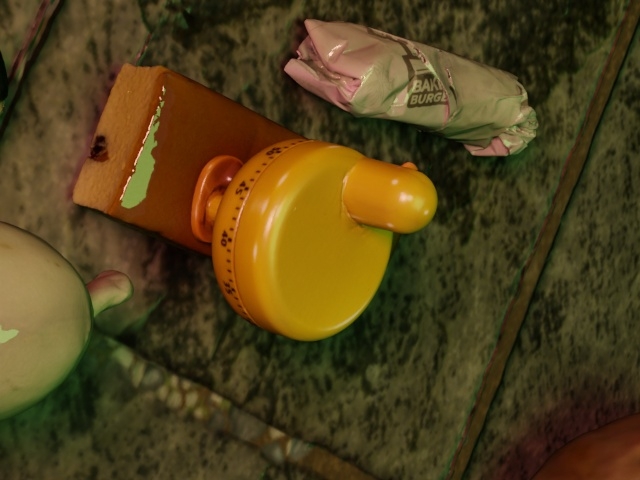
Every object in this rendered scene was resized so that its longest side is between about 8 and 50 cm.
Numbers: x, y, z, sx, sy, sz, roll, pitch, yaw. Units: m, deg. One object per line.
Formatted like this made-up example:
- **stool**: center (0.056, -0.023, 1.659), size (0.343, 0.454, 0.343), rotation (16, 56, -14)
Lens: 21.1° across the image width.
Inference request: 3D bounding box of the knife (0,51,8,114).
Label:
- **knife**: center (-0.274, -0.047, 0.707), size (0.365, 0.043, 0.089), rotation (-17, 110, -43)

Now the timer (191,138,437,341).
- **timer**: center (0.000, 0.000, 0.888), size (0.107, 0.109, 0.107), rotation (-17, 114, -44)

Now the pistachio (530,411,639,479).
- **pistachio**: center (0.253, 0.216, 1.254), size (0.288, 0.166, 0.197), rotation (11, 115, -52)

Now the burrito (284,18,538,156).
- **burrito**: center (0.066, -0.091, 1.050), size (0.203, 0.064, 0.064), rotation (13, 90, -47)

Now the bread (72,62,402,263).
- **bread**: center (-0.036, -0.023, 0.964), size (0.226, 0.049, 0.088), rotation (26, 80, -48)

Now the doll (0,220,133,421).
- **doll**: center (-0.196, 0.039, 0.741), size (0.275, 0.155, 0.113), rotation (13, 76, -54)
